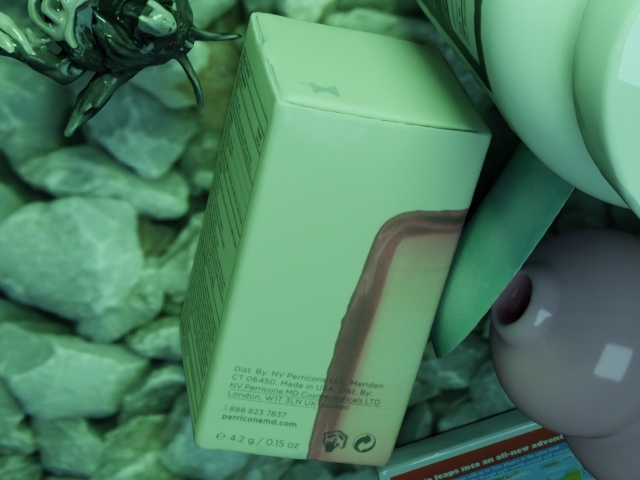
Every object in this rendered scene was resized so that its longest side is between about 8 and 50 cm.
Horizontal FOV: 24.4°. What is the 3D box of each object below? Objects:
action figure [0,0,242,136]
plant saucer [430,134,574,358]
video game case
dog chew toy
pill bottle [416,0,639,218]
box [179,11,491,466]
[{"bbox_3d":[-0.158,-0.157,0.808,0.276,0.141,0.164,30,96,-21],"label":"action figure"},{"bbox_3d":[0.112,-0.017,0.908,0.037,0.195,0.195,34,107,-1],"label":"plant saucer"},{"bbox_3d":[0.172,0.250,1.132,0.204,0.025,0.285,-18,118,-1],"label":"video game case"},{"bbox_3d":[0.247,0.090,0.951,0.332,0.206,0.206,23,110,-30],"label":"dog chew toy"},{"bbox_3d":[0.166,-0.139,0.748,0.210,0.363,0.210,-4,117,-9],"label":"pill bottle"},{"bbox_3d":[0.000,0.000,0.903,0.127,0.148,0.232,9,117,-14],"label":"box"}]
